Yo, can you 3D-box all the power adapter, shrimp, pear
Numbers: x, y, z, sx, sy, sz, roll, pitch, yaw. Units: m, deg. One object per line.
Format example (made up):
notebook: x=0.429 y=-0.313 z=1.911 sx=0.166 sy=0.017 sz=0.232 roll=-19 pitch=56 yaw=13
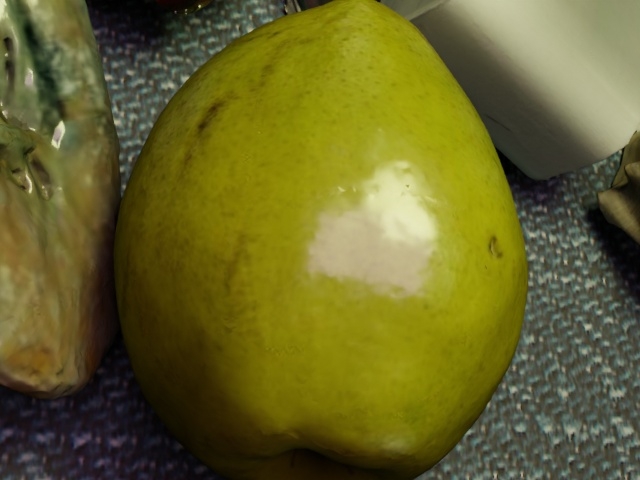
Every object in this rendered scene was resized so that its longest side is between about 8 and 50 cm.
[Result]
power adapter: x=0.139 y=-0.195 z=0.783 sx=0.255 sy=0.124 sz=0.187 roll=37 pitch=59 yaw=-24
shrimp: x=-0.202 y=-0.122 z=0.577 sx=0.110 sy=0.221 sz=0.446 roll=-11 pitch=97 yaw=13
pear: x=0.000 y=0.000 z=0.622 sx=0.253 sy=0.253 sz=0.307 roll=8 pitch=65 yaw=-18

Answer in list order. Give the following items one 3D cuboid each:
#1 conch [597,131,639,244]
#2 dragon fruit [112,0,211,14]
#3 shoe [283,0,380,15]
conch: x=0.358 y=-0.074 z=0.792 sx=0.263 sy=0.186 sz=0.324 roll=-33 pitch=43 yaw=-5
dragon fruit: x=-0.091 y=-0.285 z=0.749 sx=0.200 sy=0.198 sz=0.269 roll=45 pitch=40 yaw=0
shoe: x=0.010 y=-0.225 z=0.798 sx=0.071 sy=0.099 sz=0.169 roll=-24 pitch=80 yaw=-29
